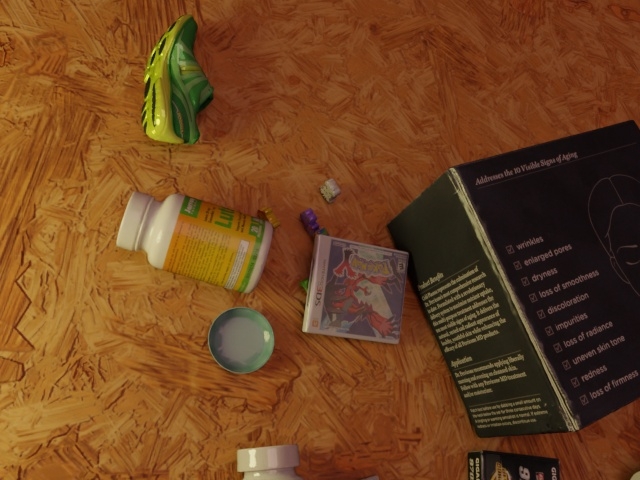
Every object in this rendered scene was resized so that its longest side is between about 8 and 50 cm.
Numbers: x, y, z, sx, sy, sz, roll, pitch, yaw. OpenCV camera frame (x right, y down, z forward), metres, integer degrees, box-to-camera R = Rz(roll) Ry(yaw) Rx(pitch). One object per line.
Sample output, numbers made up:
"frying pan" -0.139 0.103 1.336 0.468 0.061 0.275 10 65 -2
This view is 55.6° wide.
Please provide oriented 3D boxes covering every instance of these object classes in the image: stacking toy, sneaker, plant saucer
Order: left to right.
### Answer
"sneaker" -0.276 -0.311 1.198 0.123 0.109 0.295 20 60 -37
"plant saucer" -0.142 0.179 1.086 0.119 0.021 0.119 6 68 -17
"stacking toy" 0.000 0.000 1.194 0.167 0.052 0.221 -28 83 -25

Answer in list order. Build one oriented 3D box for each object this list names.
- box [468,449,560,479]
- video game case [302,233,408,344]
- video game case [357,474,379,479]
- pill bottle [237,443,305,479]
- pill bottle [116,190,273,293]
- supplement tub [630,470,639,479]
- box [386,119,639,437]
"box" 0.361 0.510 1.120 0.175 0.051 0.220 12 66 -15
"video game case" 0.071 0.095 1.156 0.201 0.023 0.183 11 81 -24
"video game case" 0.054 0.499 1.034 0.143 0.019 0.157 -8 74 -22
"pill bottle" -0.076 0.440 0.953 0.121 0.121 0.221 2 70 -19
"pill bottle" -0.219 -0.003 1.064 0.246 0.136 0.136 17 65 -13
"supplement tub" 0.735 0.502 1.204 0.200 0.144 0.144 -3 71 -20
"box" 0.466 0.069 1.191 0.480 0.297 0.471 -16 77 -24
